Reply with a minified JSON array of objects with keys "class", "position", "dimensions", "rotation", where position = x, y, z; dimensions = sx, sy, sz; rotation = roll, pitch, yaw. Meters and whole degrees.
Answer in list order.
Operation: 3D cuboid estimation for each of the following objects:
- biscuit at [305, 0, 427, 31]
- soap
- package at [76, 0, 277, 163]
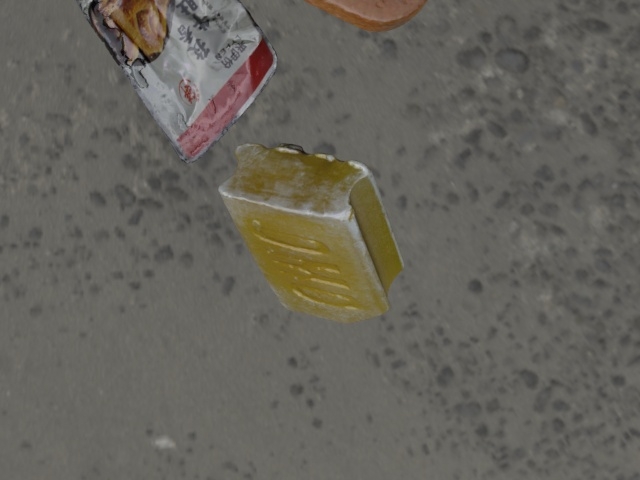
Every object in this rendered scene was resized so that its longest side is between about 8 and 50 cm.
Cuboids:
[{"class":"biscuit","position":[0.026,-0.281,1.043],"dimensions":[0.192,0.036,0.186],"rotation":[25,74,-15]},{"class":"soap","position":[0.000,0.000,1.211],"dimensions":[0.140,0.073,0.232],"rotation":[13,154,22]},{"class":"package","position":[-0.143,-0.209,1.157],"dimensions":[0.154,0.030,0.239],"rotation":[-44,77,33]}]
